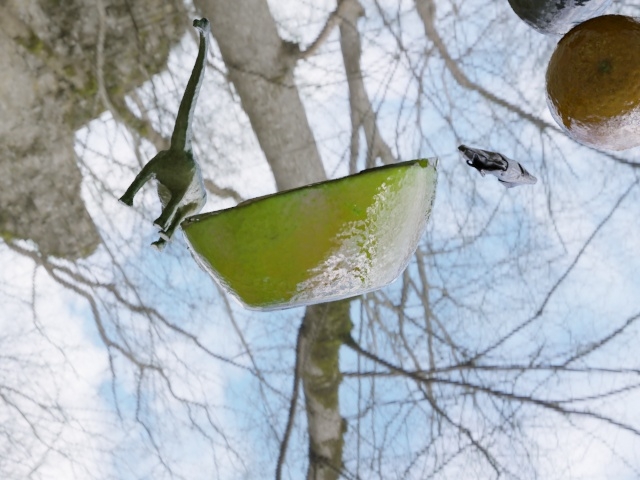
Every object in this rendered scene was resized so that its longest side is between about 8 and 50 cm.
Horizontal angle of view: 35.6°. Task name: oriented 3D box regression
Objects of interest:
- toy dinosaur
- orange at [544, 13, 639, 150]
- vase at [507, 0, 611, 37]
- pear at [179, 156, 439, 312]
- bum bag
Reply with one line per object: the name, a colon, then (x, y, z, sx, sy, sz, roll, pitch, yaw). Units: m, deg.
toy dinosaur: (-0.221, -0.140, 1.727, 0.087, 0.447, 0.300, 19, -113, 20)
orange: (0.465, -0.251, 1.588, 0.236, 0.236, 0.236, -6, -130, 8)
vase: (0.434, -0.482, 1.644, 0.245, 0.291, 0.245, 7, -117, -13)
pear: (0.001, 0.003, 1.478, 0.399, 0.399, 0.165, -13, -90, 2)
bum bag: (0.301, -0.119, 1.684, 0.087, 0.198, 0.049, 19, -89, 34)
